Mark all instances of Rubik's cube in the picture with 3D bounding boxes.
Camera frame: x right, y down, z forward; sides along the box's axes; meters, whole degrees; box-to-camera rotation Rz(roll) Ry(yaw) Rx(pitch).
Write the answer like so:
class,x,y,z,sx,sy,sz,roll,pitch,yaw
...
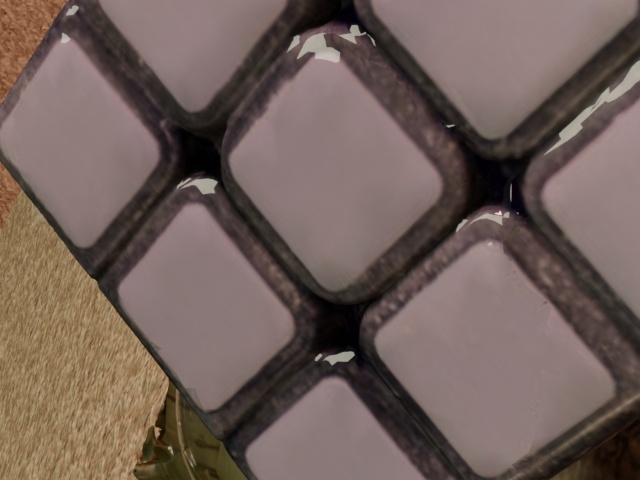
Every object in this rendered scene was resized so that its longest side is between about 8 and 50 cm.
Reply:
class,x,y,z,sx,sy,sz,roll,pitch,yaw
Rubik's cube,0.079,-0.062,0.531,0.304,0.301,0.305,-45,-11,34

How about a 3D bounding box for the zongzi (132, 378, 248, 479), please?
class,x,y,z,sx,sy,sz,roll,pitch,yaw
zongzi,0.005,0.003,0.735,0.418,0.181,0.447,156,124,-74
